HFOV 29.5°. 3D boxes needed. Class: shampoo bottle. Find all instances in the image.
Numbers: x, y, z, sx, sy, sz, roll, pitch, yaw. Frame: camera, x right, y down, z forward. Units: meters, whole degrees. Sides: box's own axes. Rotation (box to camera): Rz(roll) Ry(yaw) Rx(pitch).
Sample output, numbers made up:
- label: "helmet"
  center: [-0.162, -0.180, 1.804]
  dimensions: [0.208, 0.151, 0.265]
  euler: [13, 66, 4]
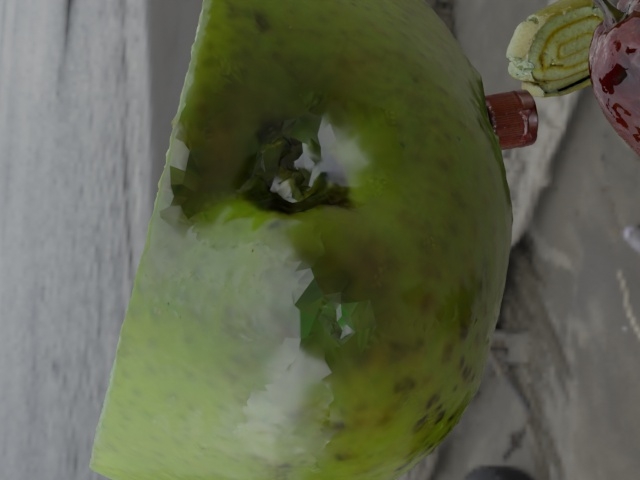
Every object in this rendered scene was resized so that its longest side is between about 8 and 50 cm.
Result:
- label: "shampoo bottle"
  center: [0.090, -0.106, 1.236]
  dimensions: [0.102, 0.260, 0.064]
  euler: [-136, 38, -72]

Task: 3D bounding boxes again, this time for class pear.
- label: "pear"
  center: [0.000, 0.000, 0.530]
  dimensions: [0.292, 0.159, 0.292]
  euler: [-166, 90, -85]

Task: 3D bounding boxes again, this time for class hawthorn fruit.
- label: "hawthorn fruit"
  center: [0.374, -0.168, 1.221]
  dimensions: [0.224, 0.261, 0.224]
  euler: [-155, 90, -84]

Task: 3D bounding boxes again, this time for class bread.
- label: "bread"
  center: [0.303, -0.242, 1.506]
  dimensions: [0.064, 0.156, 0.117]
  euler: [-122, 12, -54]
